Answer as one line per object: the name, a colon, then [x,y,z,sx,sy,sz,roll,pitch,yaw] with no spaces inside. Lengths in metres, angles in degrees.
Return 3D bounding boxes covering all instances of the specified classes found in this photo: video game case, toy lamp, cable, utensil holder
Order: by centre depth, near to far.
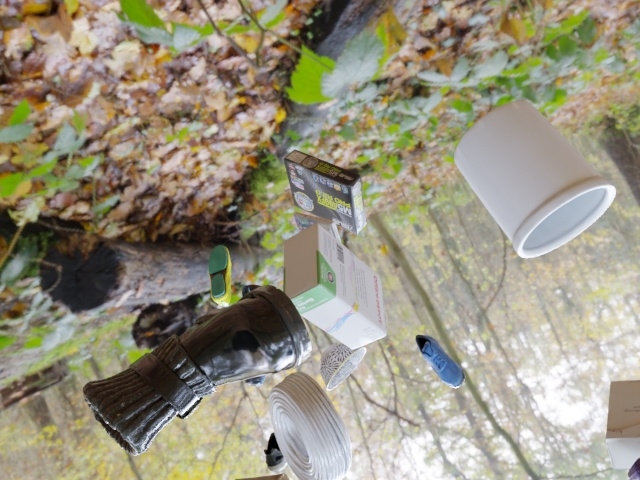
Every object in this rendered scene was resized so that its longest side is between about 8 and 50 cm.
cable: [-0.031,0.428,1.311,0.089,0.257,0.257,-22,171,-28]
toy lamp: [0.904,0.570,1.511,0.080,0.080,0.274,-24,150,-37]
video game case: [0.000,0.000,1.599,0.143,0.157,0.019,15,-134,39]
utensil holder: [0.644,-0.195,1.803,0.328,0.385,0.327,-22,151,-13]

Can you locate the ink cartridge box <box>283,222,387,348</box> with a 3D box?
ink cartridge box: [0.038,0.121,1.467,0.117,0.278,0.201,-29,-139,26]

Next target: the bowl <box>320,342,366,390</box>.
bowl: [0.051,0.360,1.743,0.170,0.080,0.170,-40,155,-23]

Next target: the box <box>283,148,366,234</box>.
box: [0.016,-0.157,1.875,0.060,0.270,0.216,-46,146,-29]

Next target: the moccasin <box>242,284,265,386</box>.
moccasin: [-0.233,0.309,1.914,0.117,0.342,0.138,19,142,-28]

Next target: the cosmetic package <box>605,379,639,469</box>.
cosmetic package: [0.971,0.554,1.771,0.160,0.113,0.309,-13,-167,31]

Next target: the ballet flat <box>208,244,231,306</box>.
ballet flat: [-0.327,0.121,1.922,0.077,0.231,0.077,-19,137,9]

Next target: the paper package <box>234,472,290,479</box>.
paper package: [-0.139,0.842,1.635,0.168,0.325,0.309,-35,-178,-41]

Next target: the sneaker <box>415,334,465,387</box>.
sneaker: [0.336,0.345,1.679,0.069,0.082,0.209,-50,-148,8]

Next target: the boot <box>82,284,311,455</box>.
boot: [-0.188,0.197,0.859,0.260,0.131,0.348,-30,-178,-36]

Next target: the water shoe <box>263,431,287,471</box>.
water shoe: [-0.110,0.597,1.734,0.073,0.080,0.203,-12,-166,16]
